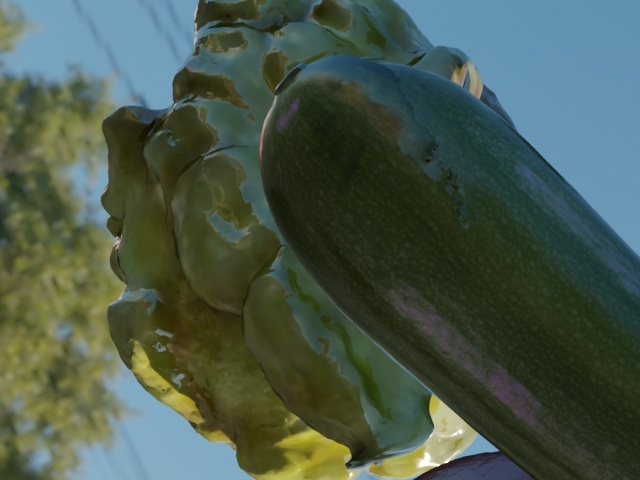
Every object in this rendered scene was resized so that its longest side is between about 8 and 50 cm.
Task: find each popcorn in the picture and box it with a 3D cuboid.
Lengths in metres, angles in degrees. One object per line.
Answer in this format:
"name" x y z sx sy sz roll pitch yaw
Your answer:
"popcorn" 0.002 0.008 1.163 0.279 0.274 0.335 125 -37 -59

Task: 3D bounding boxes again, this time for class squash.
"squash" 0.062 0.030 0.378 0.183 0.052 0.052 38 -23 -5

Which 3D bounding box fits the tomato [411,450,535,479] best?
"tomato" 0.037 0.143 0.702 0.166 0.174 0.082 28 -6 47
